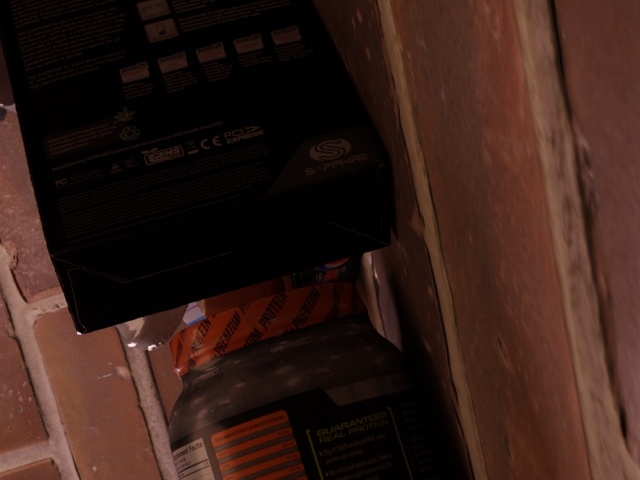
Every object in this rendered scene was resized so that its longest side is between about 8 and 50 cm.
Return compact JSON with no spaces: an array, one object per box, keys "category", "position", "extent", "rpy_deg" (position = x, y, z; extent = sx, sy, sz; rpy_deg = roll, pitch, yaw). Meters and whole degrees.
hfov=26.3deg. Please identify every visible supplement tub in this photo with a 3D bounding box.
[{"category":"supplement tub","position":[0.003,0.203,1.014],"extent":[0.193,0.193,0.316],"rpy_deg":[107,147,-77]}]

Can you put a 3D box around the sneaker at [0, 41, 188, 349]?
[{"category":"sneaker","position":[-0.225,-0.083,1.233],"extent":[0.137,0.210,0.366],"rpy_deg":[158,111,-65]}]

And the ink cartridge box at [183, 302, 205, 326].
[{"category":"ink cartridge box","position":[-0.173,0.047,1.715],"extent":[0.089,0.052,0.122],"rpy_deg":[63,-177,26]}]

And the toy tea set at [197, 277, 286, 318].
[{"category":"toy tea set","position":[-0.073,0.167,1.222],"extent":[0.200,0.124,0.336],"rpy_deg":[-49,-46,-76]}]

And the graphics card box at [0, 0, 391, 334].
[{"category":"graphics card box","position":[-0.112,-0.119,1.025],"extent":[0.094,0.232,0.371],"rpy_deg":[83,167,-47]}]

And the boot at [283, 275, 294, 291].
[{"category":"boot","position":[-0.038,0.014,1.334],"extent":[0.220,0.109,0.284],"rpy_deg":[94,167,-57]}]

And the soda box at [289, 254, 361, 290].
[{"category":"soda box","position":[0.000,0.000,1.134],"extent":[0.169,0.053,0.060],"rpy_deg":[100,153,-73]}]
